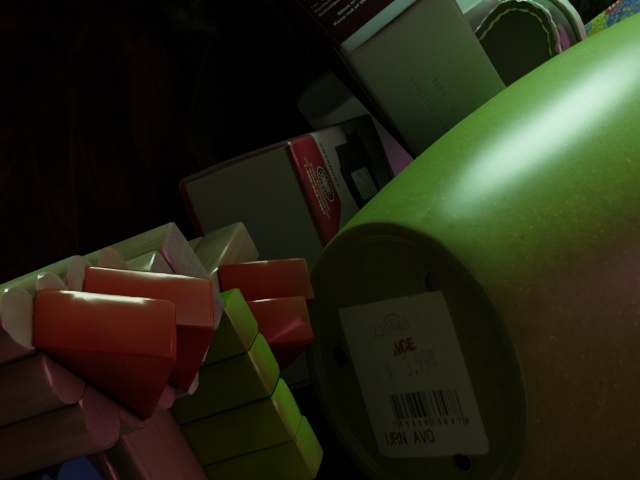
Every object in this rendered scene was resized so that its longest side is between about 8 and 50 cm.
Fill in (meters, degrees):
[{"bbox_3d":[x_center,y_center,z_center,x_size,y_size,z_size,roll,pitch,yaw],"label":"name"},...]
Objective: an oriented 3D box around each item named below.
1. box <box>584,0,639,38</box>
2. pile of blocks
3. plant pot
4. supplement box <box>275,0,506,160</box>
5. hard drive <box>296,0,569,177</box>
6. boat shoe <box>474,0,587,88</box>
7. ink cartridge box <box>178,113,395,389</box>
[{"bbox_3d":[0.347,-0.100,1.289,0.279,0.290,0.177,1,67,-36],"label":"box"},{"bbox_3d":[-0.068,0.063,0.430,0.362,0.113,0.149,-5,76,-70],"label":"pile of blocks"},{"bbox_3d":[0.145,0.022,0.625,0.294,0.275,0.274,-18,89,-40],"label":"plant pot"},{"bbox_3d":[0.023,-0.152,0.804,0.130,0.073,0.239,49,2,-44],"label":"supplement box"},{"bbox_3d":[0.137,-0.072,0.982,0.307,0.203,0.040,48,8,-47],"label":"hard drive"},{"bbox_3d":[0.109,-0.022,0.844,0.091,0.109,0.305,-12,118,-62],"label":"boat shoe"},{"bbox_3d":[0.000,0.000,0.733,0.127,0.072,0.175,68,20,-4],"label":"ink cartridge box"}]
